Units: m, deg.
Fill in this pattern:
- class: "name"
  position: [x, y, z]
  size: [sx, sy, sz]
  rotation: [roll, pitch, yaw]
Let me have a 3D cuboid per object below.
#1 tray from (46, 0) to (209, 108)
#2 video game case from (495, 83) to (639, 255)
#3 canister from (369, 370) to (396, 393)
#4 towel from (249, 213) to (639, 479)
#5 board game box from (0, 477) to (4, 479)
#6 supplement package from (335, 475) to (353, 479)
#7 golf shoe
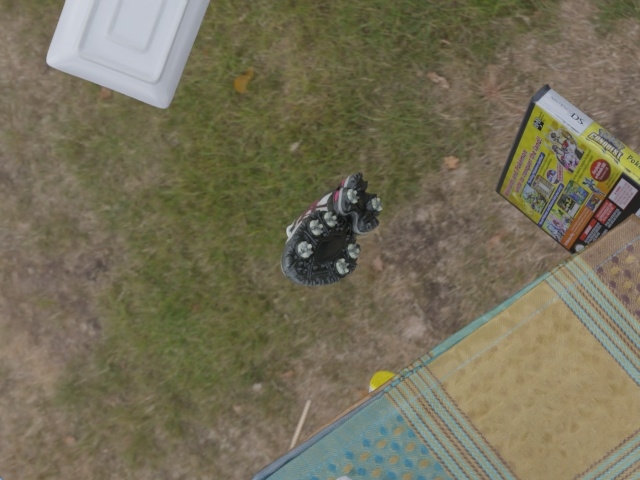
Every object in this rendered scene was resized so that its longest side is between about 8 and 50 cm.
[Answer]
- class: "tray"
  position: [-0.187, -0.290, 0.917]
  size: [0.145, 0.030, 0.270]
  rotation: [19, 103, -19]
- class: "video game case"
  position: [0.363, -0.058, 1.143]
  size: [0.248, 0.275, 0.035]
  rotation: [42, 75, 16]
- class: "canister"
  position: [0.160, 0.376, 1.830]
  size: [0.126, 0.073, 0.169]
  rotation: [19, 128, 21]
- class: "towel"
  position: [0.172, 0.182, 0.615]
  size: [0.370, 0.040, 0.271]
  rotation: [-34, 75, -8]
- class: "board game box"
  position: [-0.357, 0.197, 0.680]
  size: [0.302, 0.086, 0.308]
  rotation: [36, 148, 6]
- class: "supplement package"
  position: [0.070, 0.292, 0.414]
  size: [0.293, 0.177, 0.175]
  rotation: [34, 120, -8]
- class: "golf shoe"
  position: [0.000, 0.000, 1.268]
  size: [0.120, 0.273, 0.105]
  rotation: [-25, 103, 34]
